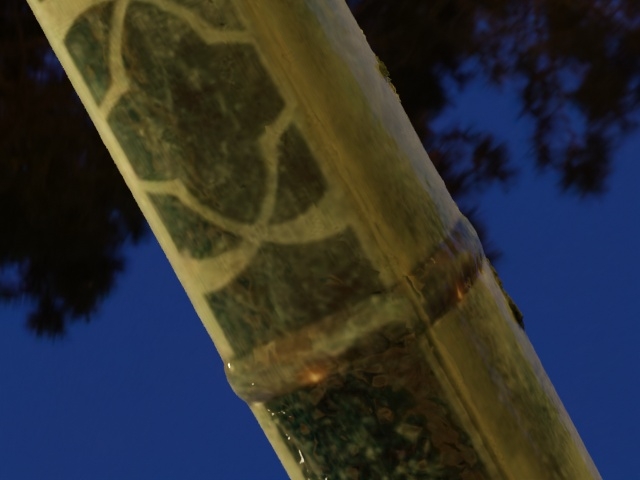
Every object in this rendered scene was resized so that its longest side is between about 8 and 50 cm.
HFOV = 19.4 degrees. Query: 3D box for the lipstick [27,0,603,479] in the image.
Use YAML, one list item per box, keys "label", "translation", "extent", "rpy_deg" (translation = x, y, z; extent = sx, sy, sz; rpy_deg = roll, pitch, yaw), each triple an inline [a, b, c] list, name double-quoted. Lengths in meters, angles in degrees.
- label: "lipstick"
  translation: [0.000, 0.000, 0.581]
  extent: [0.077, 0.076, 0.290]
  rpy_deg: [-25, -83, 26]
